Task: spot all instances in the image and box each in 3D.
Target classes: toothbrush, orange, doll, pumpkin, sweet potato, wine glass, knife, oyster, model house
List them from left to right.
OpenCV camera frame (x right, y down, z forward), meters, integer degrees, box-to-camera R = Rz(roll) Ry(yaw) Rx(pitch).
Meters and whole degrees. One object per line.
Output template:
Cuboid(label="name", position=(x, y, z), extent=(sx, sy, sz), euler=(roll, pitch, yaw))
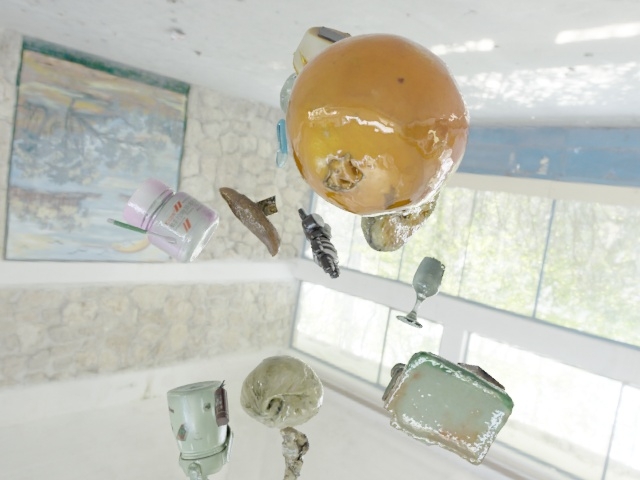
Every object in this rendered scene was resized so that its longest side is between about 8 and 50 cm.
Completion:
Cuboid(label="toothbrush", position=(-0.581, -0.031, 1.711), extent=(0.257, 0.018, 0.024), euler=(17, 151, 10))
Cuboid(label="sweet potato", position=(-0.264, -0.090, 1.973), extent=(0.341, 0.092, 0.114), euler=(48, 152, 5))
Cuboid(label="pumpkin", position=(-0.208, -0.134, 2.093), extent=(0.101, 0.073, 0.035), euler=(-14, -174, 22))
Cuboid(label="knife", position=(-0.139, -0.344, 1.843), extent=(0.031, 0.222, 0.064), euler=(18, 139, -30))
Cuboid(label="oyster", position=(-0.092, 0.753, 1.814), extent=(0.107, 0.232, 0.161), euler=(0, -167, -4))
Cuboid(label="doll", position=(0.000, 0.000, 1.281), extent=(0.091, 0.067, 0.219), euler=(39, -160, -44))
Cuboid(label="orange", position=(0.092, -0.191, 0.887), extent=(0.312, 0.312, 0.312), euler=(9, -175, -1))
Cuboid(label="wine glass", position=(0.449, 0.230, 2.334), extent=(0.143, 0.321, 0.143), euler=(25, 168, 6))
Cuboid(label="model house", position=(0.354, 0.441, 1.519), extent=(0.312, 0.245, 0.280), euler=(26, -171, 8))

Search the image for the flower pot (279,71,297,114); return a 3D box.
Cuboid(label="flower pot", position=(-0.047, -0.581, 2.160), extent=(0.195, 0.246, 0.246), euler=(36, -165, 19))

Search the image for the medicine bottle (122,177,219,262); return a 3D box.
Cuboid(label="medicine bottle", position=(-0.575, -0.080, 2.030), extent=(0.302, 0.241, 0.241), euler=(33, -176, -3))

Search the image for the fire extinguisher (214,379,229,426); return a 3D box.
Cuboid(label="fire extinguisher", position=(-0.324, 0.533, 1.720), extent=(0.043, 0.064, 0.158), euler=(30, -162, -27))

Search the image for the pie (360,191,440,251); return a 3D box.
Cuboid(label="pie", position=(0.264, -0.106, 1.710), extent=(0.339, 0.339, 0.077), euler=(4, -149, -46))

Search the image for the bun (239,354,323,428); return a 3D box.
Cuboid(label="bun", position=(-0.168, 0.669, 2.302), extent=(0.362, 0.326, 0.234), euler=(12, -175, 3))

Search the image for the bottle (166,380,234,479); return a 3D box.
Cuboid(label="bottle", position=(-0.434, 0.709, 1.946), extent=(0.229, 0.351, 0.229), euler=(-10, 176, -1))

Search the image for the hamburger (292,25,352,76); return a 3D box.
Cuboid(label="hamburger", position=(0.045, -0.565, 1.708), extent=(0.276, 0.179, 0.294), euler=(20, -146, -11))
